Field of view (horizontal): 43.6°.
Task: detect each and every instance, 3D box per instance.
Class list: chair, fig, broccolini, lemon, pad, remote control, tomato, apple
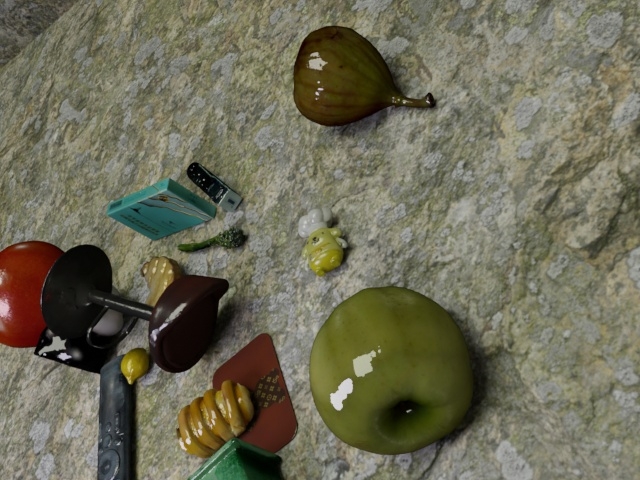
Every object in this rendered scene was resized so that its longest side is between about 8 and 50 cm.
[{"bbox_3d":[-0.391,0.153,1.757,0.401,0.226,0.227,11,73,28],"label":"chair"},{"bbox_3d":[0.093,-0.325,1.704,0.320,0.217,0.217,26,84,26],"label":"fig"},{"bbox_3d":[-0.266,0.007,1.921,0.239,0.051,0.054,-12,14,44],"label":"broccolini"},{"bbox_3d":[-0.434,0.293,1.876,0.065,0.065,0.092,-10,54,39],"label":"lemon"},{"bbox_3d":[-0.139,0.328,1.624,0.181,0.004,0.267,-41,45,18],"label":"pad"},{"bbox_3d":[-0.472,0.444,1.834,0.107,0.044,0.378,-37,44,30],"label":"remote control"},{"bbox_3d":[-0.753,0.145,2.126,0.226,0.299,0.299,6,62,0],"label":"tomato"},{"bbox_3d":[0.108,0.210,1.307,0.279,0.279,0.279,-23,52,32],"label":"apple"}]

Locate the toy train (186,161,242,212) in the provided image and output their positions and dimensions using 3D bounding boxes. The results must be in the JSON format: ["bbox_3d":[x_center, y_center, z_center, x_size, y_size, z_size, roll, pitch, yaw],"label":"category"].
[{"bbox_3d":[-0.272,-0.139,2.005,0.052,0.051,0.234,-54,38,2],"label":"toy train"}]

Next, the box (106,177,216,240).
[{"bbox_3d":[-0.397,-0.074,1.997,0.229,0.162,0.041,-18,54,35],"label":"box"}]

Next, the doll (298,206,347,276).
[{"bbox_3d":[0.000,0.000,1.655,0.106,0.062,0.162,-33,45,18],"label":"doll"}]

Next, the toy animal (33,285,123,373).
[{"bbox_3d":[-0.591,0.206,2.003,0.187,0.165,0.235,7,69,42],"label":"toy animal"}]

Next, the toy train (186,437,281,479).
[{"bbox_3d":[-0.168,0.511,1.434,0.266,0.145,0.202,-44,40,13],"label":"toy train"}]

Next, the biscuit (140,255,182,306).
[{"bbox_3d":[-0.373,0.115,1.935,0.118,0.061,0.183,-29,50,25],"label":"biscuit"}]

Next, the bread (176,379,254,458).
[{"bbox_3d":[-0.215,0.357,1.616,0.177,0.084,0.119,-38,45,14],"label":"bread"}]
